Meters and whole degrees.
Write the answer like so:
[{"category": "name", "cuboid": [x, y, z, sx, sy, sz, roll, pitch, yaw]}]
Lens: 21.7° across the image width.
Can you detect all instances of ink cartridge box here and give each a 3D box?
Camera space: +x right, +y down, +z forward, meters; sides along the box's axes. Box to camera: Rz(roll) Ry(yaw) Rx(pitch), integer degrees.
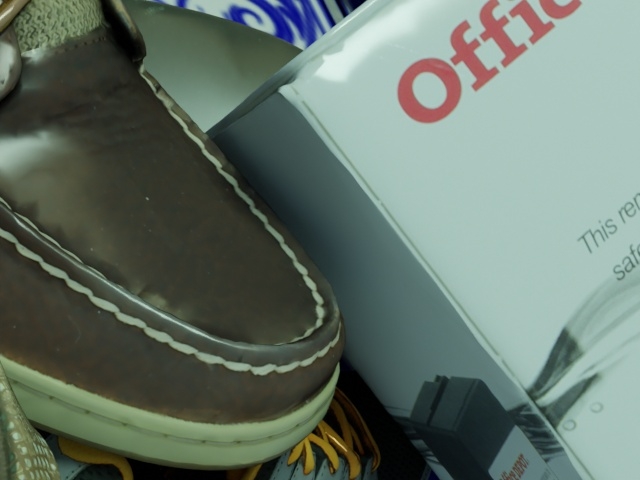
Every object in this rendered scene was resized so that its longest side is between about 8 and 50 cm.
[{"category": "ink cartridge box", "cuboid": [0.140, 0.014, 0.581, 0.223, 0.129, 0.307, -40, 96, -19]}]

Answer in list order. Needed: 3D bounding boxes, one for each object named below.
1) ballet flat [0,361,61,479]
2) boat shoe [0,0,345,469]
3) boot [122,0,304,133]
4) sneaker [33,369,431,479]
[{"category": "ballet flat", "cuboid": [-0.080, 0.102, 0.402, 0.067, 0.073, 0.206, 39, 25, -49]}, {"category": "boat shoe", "cuboid": [-0.121, -0.071, 0.503, 0.342, 0.123, 0.123, 41, 35, 12]}, {"category": "boot", "cuboid": [0.000, 0.000, 0.672, 0.305, 0.115, 0.112, 23, 76, -12]}, {"category": "sneaker", "cuboid": [-0.026, 0.079, 0.566, 0.215, 0.083, 0.084, -14, 54, -49]}]
